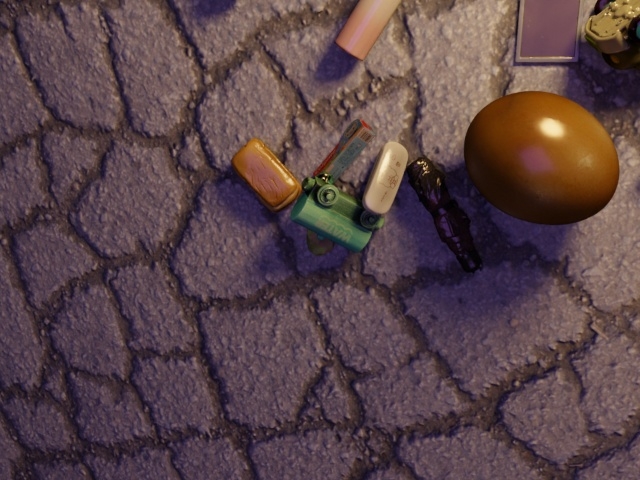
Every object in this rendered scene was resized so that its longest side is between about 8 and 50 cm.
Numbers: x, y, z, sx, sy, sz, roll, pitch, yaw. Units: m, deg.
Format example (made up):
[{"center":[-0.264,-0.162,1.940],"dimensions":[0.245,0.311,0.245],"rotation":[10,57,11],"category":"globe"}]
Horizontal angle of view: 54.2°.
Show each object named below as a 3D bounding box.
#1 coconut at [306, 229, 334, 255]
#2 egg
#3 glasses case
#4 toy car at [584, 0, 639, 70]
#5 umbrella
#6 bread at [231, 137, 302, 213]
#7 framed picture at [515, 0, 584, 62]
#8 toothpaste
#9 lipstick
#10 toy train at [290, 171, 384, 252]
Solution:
[{"center":[0.000,0.000,1.684],"dimensions":[0.083,0.081,0.082],"rotation":[22,74,21],"category":"coconut"},{"center":[0.494,-0.180,1.407],"dimensions":[0.351,0.282,0.282],"rotation":[33,110,-3],"category":"egg"},{"center":[0.163,-0.157,1.574],"dimensions":[0.074,0.049,0.193],"rotation":[25,76,-17],"category":"glasses case"},{"center":[0.726,-0.461,1.346],"dimensions":[0.248,0.204,0.198],"rotation":[-38,117,21],"category":"toy car"},{"center":[0.321,-0.063,1.583],"dimensions":[0.094,0.090,0.326],"rotation":[-30,97,16],"category":"umbrella"},{"center":[-0.147,-0.170,1.676],"dimensions":[0.116,0.077,0.200],"rotation":[-41,93,12],"category":"bread"},{"center":[0.532,-0.507,1.451],"dimensions":[0.142,0.011,0.183],"rotation":[3,105,13],"category":"framed picture"},{"center":[0.058,-0.227,1.624],"dimensions":[0.044,0.070,0.193],"rotation":[31,113,-28],"category":"toothpaste"},{"center":[0.155,-0.588,1.477],"dimensions":[0.087,0.087,0.326],"rotation":[35,110,2],"category":"lipstick"},{"center":[0.040,-0.065,1.611],"dimensions":[0.248,0.101,0.159],"rotation":[28,106,-23],"category":"toy train"}]
